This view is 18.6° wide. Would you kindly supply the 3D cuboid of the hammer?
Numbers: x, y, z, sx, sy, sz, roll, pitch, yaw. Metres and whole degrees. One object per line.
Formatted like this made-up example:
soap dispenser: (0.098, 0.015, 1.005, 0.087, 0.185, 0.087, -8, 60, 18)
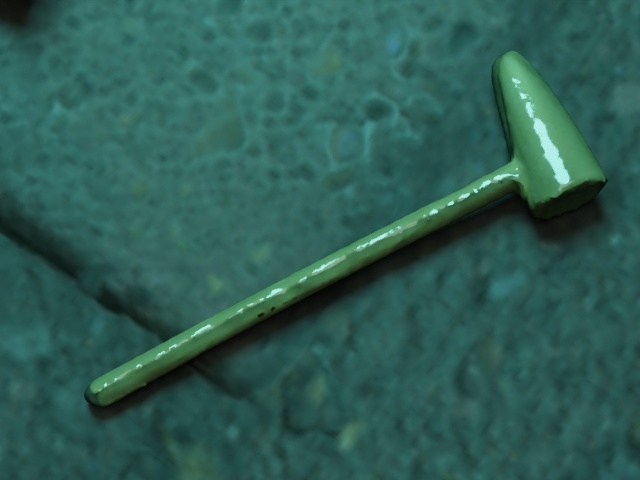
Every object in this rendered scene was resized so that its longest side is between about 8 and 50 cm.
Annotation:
hammer: (0.000, 0.000, 0.678, 0.195, 0.028, 0.060, -27, 74, -2)
